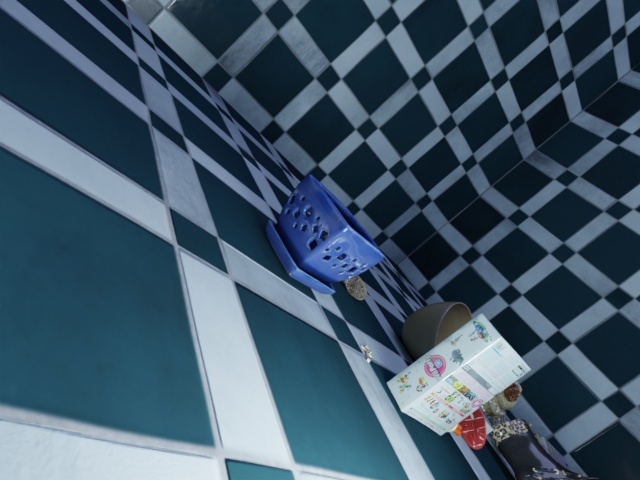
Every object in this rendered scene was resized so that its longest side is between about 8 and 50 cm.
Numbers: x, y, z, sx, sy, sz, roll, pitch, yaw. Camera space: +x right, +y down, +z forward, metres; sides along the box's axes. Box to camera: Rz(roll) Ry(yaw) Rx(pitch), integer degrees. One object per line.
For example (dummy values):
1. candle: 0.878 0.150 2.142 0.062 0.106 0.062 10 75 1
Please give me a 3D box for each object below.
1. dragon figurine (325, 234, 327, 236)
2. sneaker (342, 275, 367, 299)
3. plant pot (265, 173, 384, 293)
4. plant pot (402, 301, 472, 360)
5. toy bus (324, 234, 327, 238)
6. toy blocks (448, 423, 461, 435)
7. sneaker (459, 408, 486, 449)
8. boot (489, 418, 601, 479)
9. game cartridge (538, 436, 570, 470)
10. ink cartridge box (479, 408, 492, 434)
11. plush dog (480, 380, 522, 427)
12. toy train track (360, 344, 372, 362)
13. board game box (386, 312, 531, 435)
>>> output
1. dragon figurine: 0.085 0.017 1.890 0.289 0.085 0.144 44 11 -19
2. sneaker: 0.106 0.134 1.579 0.188 0.066 0.071 51 9 11
3. plant pot: 0.000 0.000 1.197 0.236 0.212 0.236 37 14 -51
4. plant pot: 0.423 0.359 1.639 0.191 0.284 0.284 5 -27 46
5. toy bus: 0.051 0.022 1.529 0.104 0.202 0.191 63 -1 -6
6. toy blocks: 0.383 0.528 1.294 0.148 0.054 0.123 45 9 -21
7. sneaker: 0.507 0.605 1.452 0.221 0.087 0.128 -86 154 -51
8. boot: 0.801 0.789 1.540 0.378 0.138 0.284 8 31 -23
9. game cartridge: 0.905 0.954 1.626 0.230 0.068 0.355 41 32 -20
10. ink cartridge box: 0.547 0.625 1.611 0.181 0.062 0.104 50 10 8
11. plush dog: 0.760 0.674 1.871 0.210 0.225 0.262 52 10 20
12. toy train track: 0.128 0.302 1.169 0.048 0.014 0.083 47 10 -6
13. board game box: 0.360 0.353 1.125 0.224 0.303 0.097 42 11 -36
